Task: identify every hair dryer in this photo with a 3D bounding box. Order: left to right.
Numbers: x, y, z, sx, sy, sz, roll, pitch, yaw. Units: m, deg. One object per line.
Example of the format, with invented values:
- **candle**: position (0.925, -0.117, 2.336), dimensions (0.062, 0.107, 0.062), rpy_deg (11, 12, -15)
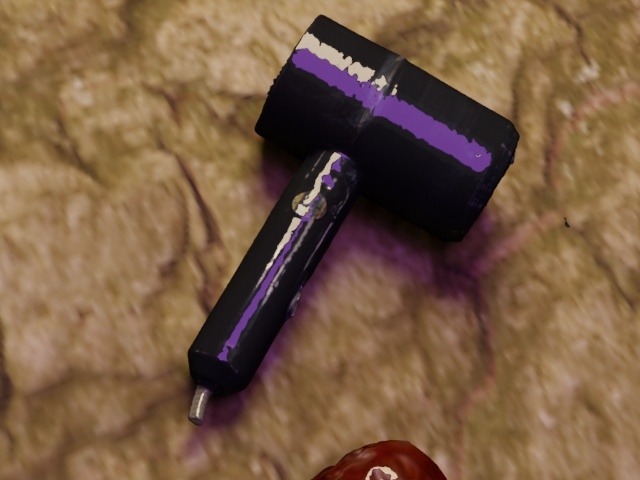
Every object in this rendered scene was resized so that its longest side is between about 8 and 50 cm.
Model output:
- **hair dryer**: position (0.000, 0.000, 0.588), dimensions (0.124, 0.071, 0.219), rpy_deg (31, 65, 3)

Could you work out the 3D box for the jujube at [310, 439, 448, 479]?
- **jujube**: position (0.040, 0.148, 0.510), dimensions (0.077, 0.077, 0.129), rpy_deg (-30, 84, -27)
